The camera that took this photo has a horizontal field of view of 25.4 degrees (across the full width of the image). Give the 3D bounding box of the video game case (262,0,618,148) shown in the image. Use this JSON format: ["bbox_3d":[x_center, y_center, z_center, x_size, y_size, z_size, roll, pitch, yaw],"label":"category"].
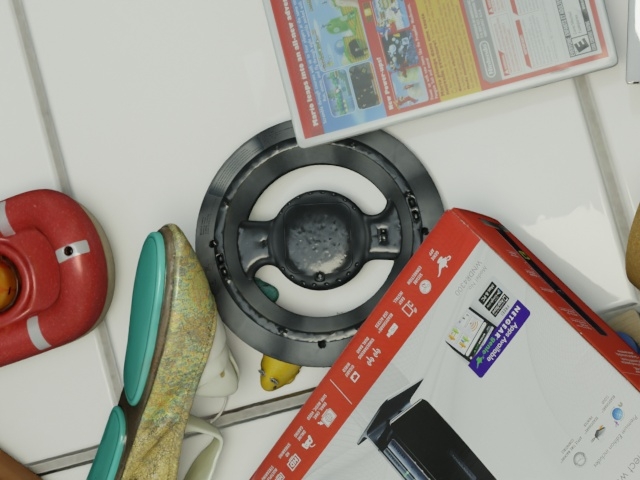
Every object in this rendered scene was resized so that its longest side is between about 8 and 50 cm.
[{"bbox_3d":[0.093,-0.212,1.225,0.285,0.025,0.204,-14,89,12],"label":"video game case"}]

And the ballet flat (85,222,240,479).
[{"bbox_3d":[-0.134,0.147,1.264,0.123,0.123,0.348,21,110,14],"label":"ballet flat"}]

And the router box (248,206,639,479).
[{"bbox_3d":[0.123,0.195,1.154,0.301,0.082,0.335,47,111,34],"label":"router box"}]

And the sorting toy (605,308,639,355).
[{"bbox_3d":[0.217,0.142,1.190,0.274,0.046,0.132,-31,54,23],"label":"sorting toy"}]

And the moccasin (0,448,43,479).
[{"bbox_3d":[-0.429,0.206,1.345,0.380,0.147,0.139,35,98,12],"label":"moccasin"}]

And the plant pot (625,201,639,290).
[{"bbox_3d":[0.379,0.023,1.108,0.254,0.237,0.237,21,95,28],"label":"plant pot"}]

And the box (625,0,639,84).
[{"bbox_3d":[0.378,-0.238,1.119,0.262,0.127,0.231,1,104,13],"label":"box"}]

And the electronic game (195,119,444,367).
[{"bbox_3d":[0.000,0.000,1.278,0.229,0.048,0.229,-1,83,7],"label":"electronic game"}]

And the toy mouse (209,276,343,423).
[{"bbox_3d":[-0.084,0.088,1.314,0.143,0.031,0.161,38,99,12],"label":"toy mouse"}]

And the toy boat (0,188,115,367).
[{"bbox_3d":[-0.310,0.040,1.312,0.231,0.151,0.151,-20,85,14],"label":"toy boat"}]
